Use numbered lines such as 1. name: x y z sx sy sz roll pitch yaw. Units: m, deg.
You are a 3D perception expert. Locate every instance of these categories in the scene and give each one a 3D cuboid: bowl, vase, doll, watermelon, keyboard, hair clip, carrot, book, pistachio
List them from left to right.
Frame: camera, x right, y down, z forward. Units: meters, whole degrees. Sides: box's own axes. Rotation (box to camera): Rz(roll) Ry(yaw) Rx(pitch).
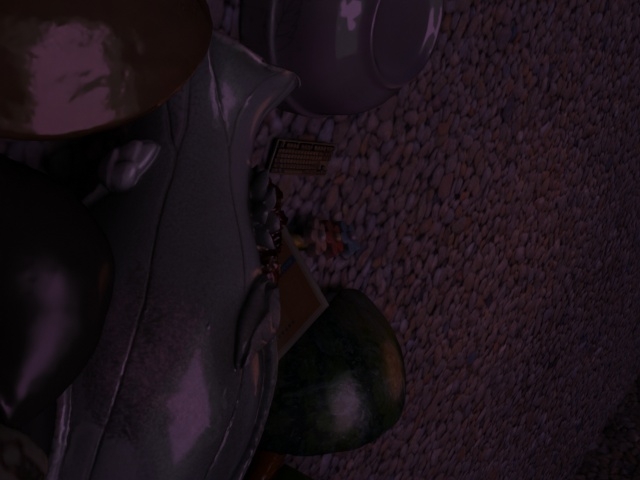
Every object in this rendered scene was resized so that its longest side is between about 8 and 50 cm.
1. doll: -0.364 0.053 0.645 0.382 0.252 0.378 50 33 -24
2. pistachio: -0.209 -0.170 0.750 0.260 0.163 0.212 1 72 -25
3. vase: -0.149 0.019 0.908 0.250 0.250 0.445 22 77 -58
4. book: -0.093 0.044 1.170 0.170 0.018 0.241 -46 121 -30
5. carrot: -0.096 0.359 1.425 0.048 0.048 0.216 24 94 -58
6. keyboard: -0.025 -0.110 1.257 0.129 0.015 0.049 -2 111 -56
7. watermelon: 0.001 0.207 1.392 0.305 0.180 0.224 -24 84 -43
8. hair clip: 0.005 -0.002 1.336 0.214 0.056 0.062 -3 79 -55
9. bowl: 0.049 -0.279 1.144 0.287 0.144 0.287 -33 134 -43

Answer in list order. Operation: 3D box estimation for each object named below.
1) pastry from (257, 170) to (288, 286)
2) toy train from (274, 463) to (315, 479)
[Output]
1. pastry: -0.104 0.020 1.070 0.097 0.115 0.208 4 93 -40
2. toy train: 0.034 0.497 1.504 0.173 0.249 0.307 -59 148 -17
